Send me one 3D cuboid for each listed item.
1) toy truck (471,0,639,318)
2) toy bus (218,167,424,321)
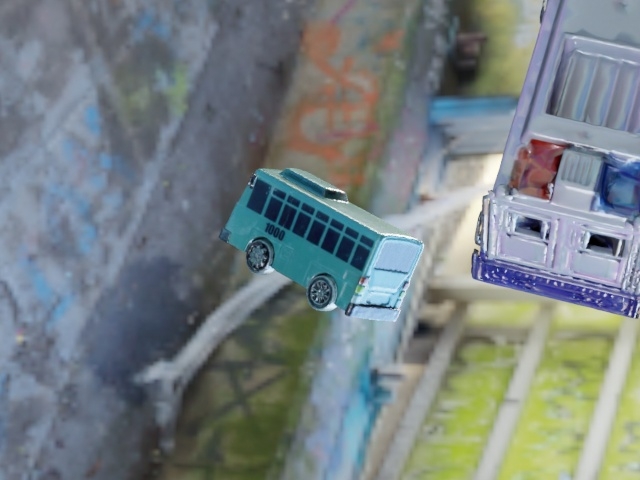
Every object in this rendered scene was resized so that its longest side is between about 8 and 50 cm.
[{"bbox_3d":[0.183,-0.102,0.956,0.155,0.124,0.268,79,26,-65],"label":"toy truck"},{"bbox_3d":[0.000,0.000,1.282,0.079,0.160,0.091,10,105,-53],"label":"toy bus"}]
